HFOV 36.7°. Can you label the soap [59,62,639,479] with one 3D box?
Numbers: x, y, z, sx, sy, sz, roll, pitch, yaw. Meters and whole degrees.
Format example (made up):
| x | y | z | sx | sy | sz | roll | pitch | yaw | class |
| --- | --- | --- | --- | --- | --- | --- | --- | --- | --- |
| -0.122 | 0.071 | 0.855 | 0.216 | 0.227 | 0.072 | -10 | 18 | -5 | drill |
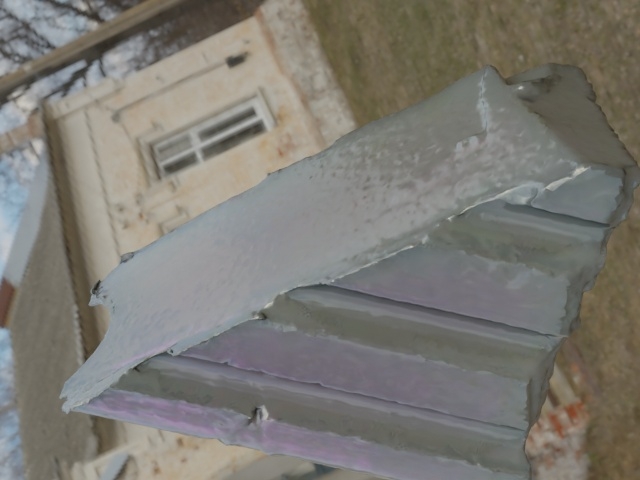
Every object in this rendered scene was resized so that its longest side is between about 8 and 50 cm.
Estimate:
| x | y | z | sx | sy | sz | roll | pitch | yaw | class |
| --- | --- | --- | --- | --- | --- | --- | --- | --- | --- |
| 0.000 | 0.000 | 0.570 | 0.159 | 0.302 | 0.258 | -81 | 2 | -51 | soap |
